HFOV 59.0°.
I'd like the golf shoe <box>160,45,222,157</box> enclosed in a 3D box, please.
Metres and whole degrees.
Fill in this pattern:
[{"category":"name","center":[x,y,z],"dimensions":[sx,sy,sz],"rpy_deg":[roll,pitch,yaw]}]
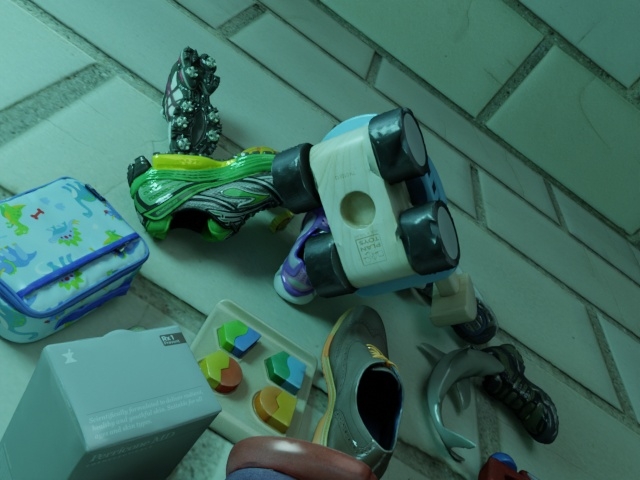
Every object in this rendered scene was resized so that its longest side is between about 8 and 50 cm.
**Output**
[{"category":"golf shoe","center":[-0.269,-0.255,1.150],"dimensions":[0.105,0.120,0.273],"rpy_deg":[21,58,-38]}]

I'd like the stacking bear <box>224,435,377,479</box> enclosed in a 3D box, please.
[{"category":"stacking bear","center":[-0.070,0.352,0.532],"dimensions":[0.164,0.175,0.289],"rpy_deg":[21,41,4]}]

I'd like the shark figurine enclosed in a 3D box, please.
[{"category":"shark figurine","center":[0.245,0.248,1.021],"dimensions":[0.166,0.116,0.278],"rpy_deg":[35,38,11]}]

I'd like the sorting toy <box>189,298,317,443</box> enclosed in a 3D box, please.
[{"category":"sorting toy","center":[-0.098,0.191,0.812],"dimensions":[0.193,0.038,0.208],"rpy_deg":[35,32,-8]}]

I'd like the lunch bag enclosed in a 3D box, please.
[{"category":"lunch bag","center":[-0.342,0.020,0.727],"dimensions":[0.176,0.090,0.219],"rpy_deg":[45,33,4]}]

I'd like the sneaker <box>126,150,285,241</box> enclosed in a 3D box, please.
[{"category":"sneaker","center":[-0.151,-0.063,0.982],"dimensions":[0.343,0.134,0.146],"rpy_deg":[-6,72,-25]}]

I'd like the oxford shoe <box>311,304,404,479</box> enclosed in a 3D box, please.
[{"category":"oxford shoe","center":[0.081,0.215,0.877],"dimensions":[0.130,0.133,0.364],"rpy_deg":[30,32,-14]}]

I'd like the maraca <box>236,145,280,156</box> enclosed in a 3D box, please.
[{"category":"maraca","center":[-0.094,-0.123,1.149],"dimensions":[0.185,0.099,0.127],"rpy_deg":[37,39,9]}]

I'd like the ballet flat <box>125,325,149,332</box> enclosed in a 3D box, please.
[{"category":"ballet flat","center":[-0.238,0.157,0.694],"dimensions":[0.057,0.052,0.168],"rpy_deg":[32,32,-13]}]

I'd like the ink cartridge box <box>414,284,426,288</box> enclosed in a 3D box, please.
[{"category":"ink cartridge box","center":[0.193,0.019,1.227],"dimensions":[0.109,0.151,0.063],"rpy_deg":[14,5,-35]}]

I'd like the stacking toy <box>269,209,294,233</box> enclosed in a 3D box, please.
[{"category":"stacking toy","center":[0.014,-0.006,1.167],"dimensions":[0.167,0.052,0.221],"rpy_deg":[47,31,11]}]

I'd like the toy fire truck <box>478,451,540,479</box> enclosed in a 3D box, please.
[{"category":"toy fire truck","center":[0.360,0.451,0.878],"dimensions":[0.302,0.169,0.254],"rpy_deg":[34,8,-11]}]

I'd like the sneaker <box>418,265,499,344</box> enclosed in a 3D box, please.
[{"category":"sneaker","center":[0.298,0.111,1.295],"dimensions":[0.129,0.111,0.297],"rpy_deg":[19,37,-58]}]

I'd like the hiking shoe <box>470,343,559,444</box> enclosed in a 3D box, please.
[{"category":"hiking shoe","center":[0.383,0.311,1.144],"dimensions":[0.114,0.086,0.227],"rpy_deg":[4,38,-25]}]

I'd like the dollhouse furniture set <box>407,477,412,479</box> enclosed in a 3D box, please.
[{"category":"dollhouse furniture set","center":[0.188,0.393,0.813],"dimensions":[0.114,0.081,0.091],"rpy_deg":[30,33,-16]}]

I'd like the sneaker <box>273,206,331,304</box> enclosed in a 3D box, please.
[{"category":"sneaker","center":[0.000,0.000,1.020],"dimensions":[0.095,0.104,0.236],"rpy_deg":[26,55,-1]}]

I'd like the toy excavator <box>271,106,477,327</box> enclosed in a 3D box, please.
[{"category":"toy excavator","center":[0.161,-0.010,1.010],"dimensions":[0.445,0.222,0.433],"rpy_deg":[-24,97,-63]}]

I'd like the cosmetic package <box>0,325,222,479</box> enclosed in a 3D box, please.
[{"category":"cosmetic package","center":[-0.205,0.190,0.507],"dimensions":[0.127,0.238,0.107],"rpy_deg":[-4,51,-47]}]
